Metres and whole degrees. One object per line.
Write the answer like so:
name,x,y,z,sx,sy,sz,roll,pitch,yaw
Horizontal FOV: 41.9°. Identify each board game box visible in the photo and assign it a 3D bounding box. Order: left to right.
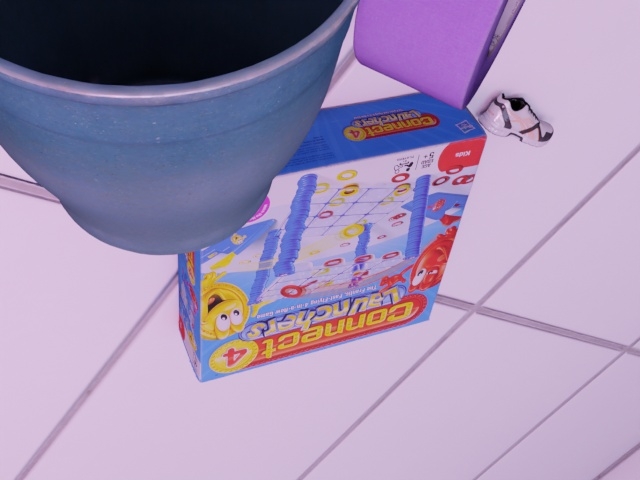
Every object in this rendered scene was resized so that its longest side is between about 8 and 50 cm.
board game box,0.000,0.000,0.919,0.308,0.086,0.302,-13,139,-19

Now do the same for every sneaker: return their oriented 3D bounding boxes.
sneaker,0.231,-0.137,0.947,0.109,0.040,0.044,6,128,-37

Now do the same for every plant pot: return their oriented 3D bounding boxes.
plant pot,-0.117,-0.124,0.582,0.271,0.272,0.255,-16,153,-16

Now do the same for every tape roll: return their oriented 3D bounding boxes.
tape roll,0.123,-0.236,0.597,0.275,0.090,0.275,-61,171,-17
